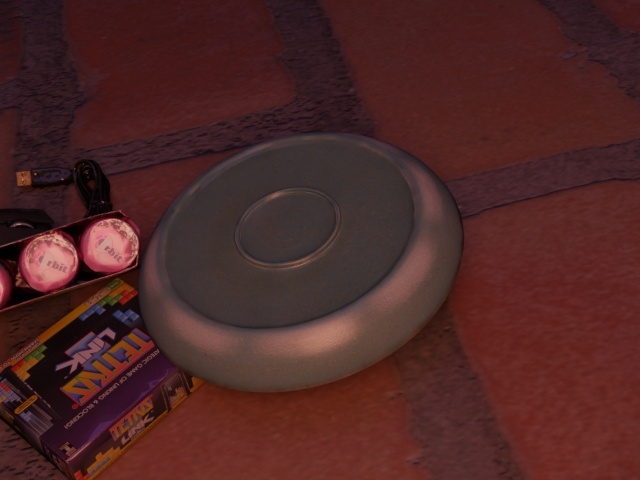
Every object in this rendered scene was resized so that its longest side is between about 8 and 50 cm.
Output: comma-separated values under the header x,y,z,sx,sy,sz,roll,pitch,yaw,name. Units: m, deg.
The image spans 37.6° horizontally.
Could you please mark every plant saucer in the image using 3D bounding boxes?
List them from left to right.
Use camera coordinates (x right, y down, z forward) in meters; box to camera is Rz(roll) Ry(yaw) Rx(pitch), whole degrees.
x,y,z,sx,sy,sz,roll,pitch,yaw,name
-0.027,-0.002,0.884,0.318,0.043,0.317,-9,45,9,plant saucer

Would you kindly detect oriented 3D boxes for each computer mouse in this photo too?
x,y,z,sx,sy,sz,roll,pitch,yaw,name
-0.356,-0.027,1.050,0.262,0.060,0.184,-13,43,-6,computer mouse

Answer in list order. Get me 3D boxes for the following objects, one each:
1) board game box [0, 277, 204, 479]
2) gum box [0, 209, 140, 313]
x,y,z,sx,sy,sz,roll,pitch,yaw,name
-0.204,0.125,0.870,0.141,0.048,0.170,26,52,33,board game box
-0.270,0.025,0.939,0.188,0.062,0.107,-18,1,-11,gum box
